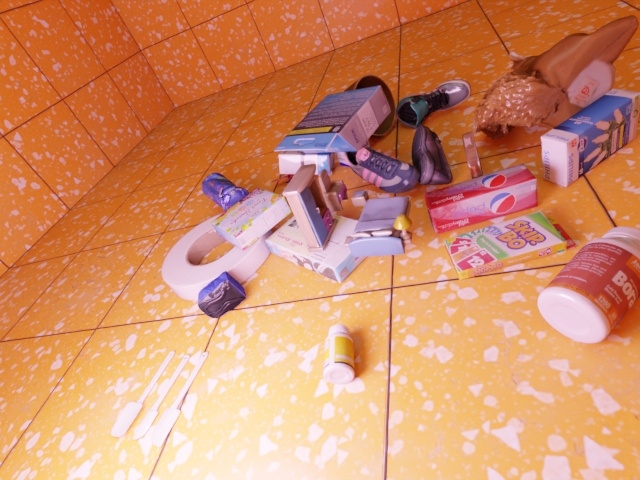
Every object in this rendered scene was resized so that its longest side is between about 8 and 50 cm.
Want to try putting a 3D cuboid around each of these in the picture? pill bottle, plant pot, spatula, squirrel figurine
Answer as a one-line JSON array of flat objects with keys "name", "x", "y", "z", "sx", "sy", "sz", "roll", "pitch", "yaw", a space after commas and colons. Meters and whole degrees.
[{"name": "pill bottle", "x": 0.040, "y": 0.240, "z": 0.868, "sx": 0.065, "sy": 0.065, "sz": 0.116, "roll": -15, "pitch": 37, "yaw": 15}, {"name": "plant pot", "x": 0.141, "y": -0.528, "z": 1.686, "sx": 0.254, "sy": 0.237, "sz": 0.237, "roll": -1, "pitch": 40, "yaw": 53}, {"name": "spatula", "x": -0.390, "y": 0.375, "z": 1.004, "sx": 0.168, "sy": 0.019, "sz": 0.242, "roll": -6, "pitch": 40, "yaw": 28}, {"name": "squirrel figurine", "x": 0.654, "y": -0.476, "z": 1.242, "sx": 0.396, "sy": 0.281, "sz": 0.370, "roll": -20, "pitch": 29, "yaw": 4}, {"name": "pill bottle", "x": 0.511, "y": 0.073, "z": 0.739, "sx": 0.216, "sy": 0.121, "sz": 0.121, "roll": -39, "pitch": 37, "yaw": -17}]

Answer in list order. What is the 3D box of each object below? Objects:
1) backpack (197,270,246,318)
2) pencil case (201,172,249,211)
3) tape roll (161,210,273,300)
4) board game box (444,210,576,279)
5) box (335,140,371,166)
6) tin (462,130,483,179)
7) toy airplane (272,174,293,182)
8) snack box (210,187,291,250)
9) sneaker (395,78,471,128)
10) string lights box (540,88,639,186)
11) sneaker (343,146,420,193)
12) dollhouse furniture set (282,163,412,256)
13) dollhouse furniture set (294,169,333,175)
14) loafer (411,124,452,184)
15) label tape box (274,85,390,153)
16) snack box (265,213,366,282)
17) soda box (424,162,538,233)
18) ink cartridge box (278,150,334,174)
[{"name": "backpack", "x": -0.286, "y": 0.157, "z": 1.156, "sx": 0.120, "sy": 0.098, "sz": 0.101, "roll": -40, "pitch": 26, "yaw": 1}, {"name": "pencil case", "x": -0.385, "y": -0.188, "z": 1.631, "sx": 0.306, "sy": 0.133, "sz": 0.120, "roll": 33, "pitch": 98, "yaw": 52}, {"name": "tape roll", "x": -0.344, "y": 0.034, "z": 1.368, "sx": 0.391, "sy": 0.072, "sz": 0.392, "roll": -17, "pitch": 35, "yaw": 12}, {"name": "board game box", "x": 0.436, "y": 0.007, "z": 0.952, "sx": 0.259, "sy": 0.039, "sz": 0.124, "roll": -16, "pitch": 37, "yaw": 10}, {"name": "box", "x": 0.117, "y": -0.372, "z": 1.545, "sx": 0.072, "sy": 0.137, "sz": 0.126, "roll": 21, "pitch": 56, "yaw": 44}, {"name": "tin", "x": 0.453, "y": -0.252, "z": 1.208, "sx": 0.040, "sy": 0.106, "sz": 0.190, "roll": -10, "pitch": 37, "yaw": 21}, {"name": "toy airplane", "x": -0.130, "y": -0.271, "z": 1.664, "sx": 0.151, "sy": 0.028, "sz": 0.151, "roll": -16, "pitch": 36, "yaw": 12}, {"name": "snack box", "x": -0.225, "y": -0.076, "z": 1.313, "sx": 0.207, "sy": 0.070, "sz": 0.174, "roll": -42, "pitch": 38, "yaw": -20}, {"name": "sneaker", "x": 0.415, "y": -0.522, "z": 1.561, "sx": 0.295, "sy": 0.124, "sz": 0.178, "roll": -7, "pitch": 33, "yaw": 37}, {"name": "string lights box", "x": 0.697, "y": -0.267, "z": 1.051, "sx": 0.259, "sy": 0.133, "sz": 0.077, "roll": -33, "pitch": 36, "yaw": -10}, {"name": "sneaker", "x": 0.182, "y": -0.241, "z": 1.321, "sx": 0.112, "sy": 0.131, "sz": 0.319, "roll": -57, "pitch": 36, "yaw": -2}, {"name": "dollhouse furniture set", "x": 0.106, "y": -0.124, "z": 1.081, "sx": 0.303, "sy": 0.198, "sz": 0.286, "roll": -3, "pitch": 39, "yaw": 26}, {"name": "dollhouse furniture set", "x": -0.024, "y": -0.249, "z": 1.577, "sx": 0.151, "sy": 0.059, "sz": 0.076, "roll": -5, "pitch": 28, "yaw": -3}, {"name": "loafer", "x": 0.360, "y": -0.273, "z": 1.322, "sx": 0.095, "sy": 0.109, "sz": 0.303, "roll": 13, "pitch": 43, "yaw": -5}, {"name": "label tape box", "x": 0.043, "y": -0.376, "z": 1.382, "sx": 0.249, "sy": 0.115, "sz": 0.348, "roll": 9, "pitch": 53, "yaw": 43}, {"name": "snack box", "x": 0.000, "y": 0.000, "z": 1.206, "sx": 0.187, "sy": 0.060, "sz": 0.321, "roll": -42, "pitch": 38, "yaw": -25}, {"name": "soda box", "x": 0.414, "y": -0.106, "z": 1.057, "sx": 0.263, "sy": 0.092, "sz": 0.084, "roll": -17, "pitch": 37, "yaw": 12}, {"name": "ink cartridge box", "x": -0.050, "y": -0.307, "z": 1.537, "sx": 0.190, "sy": 0.082, "sz": 0.140, "roll": 3, "pitch": 28, "yaw": 9}]
